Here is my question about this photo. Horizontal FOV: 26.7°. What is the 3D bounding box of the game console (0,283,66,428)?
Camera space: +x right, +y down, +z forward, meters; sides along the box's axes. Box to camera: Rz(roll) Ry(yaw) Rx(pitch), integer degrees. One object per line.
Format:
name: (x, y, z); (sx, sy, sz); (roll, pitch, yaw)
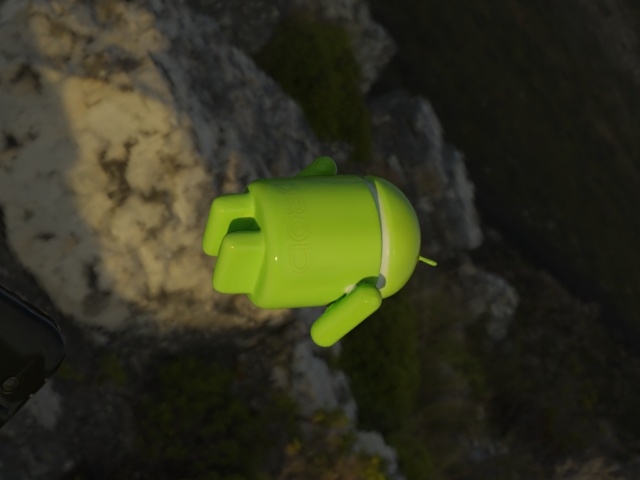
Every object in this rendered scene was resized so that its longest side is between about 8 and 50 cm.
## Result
game console: (-0.137, 0.069, 0.336); (0.124, 0.144, 0.085); (43, 3, -45)

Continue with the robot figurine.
robot figurine: (0.000, 0.000, 0.688); (0.115, 0.067, 0.101); (-4, 49, -20)
